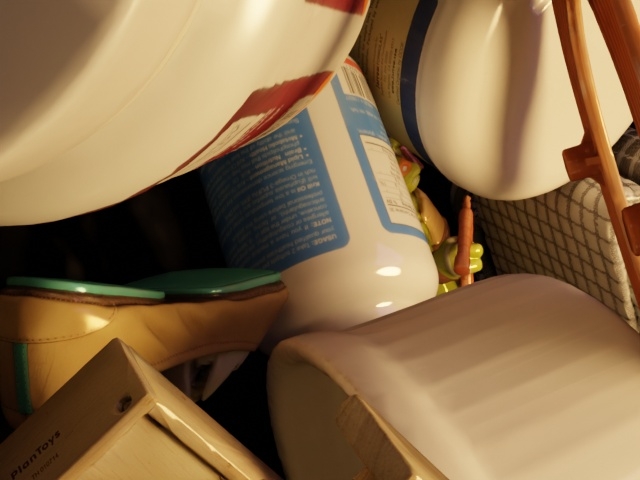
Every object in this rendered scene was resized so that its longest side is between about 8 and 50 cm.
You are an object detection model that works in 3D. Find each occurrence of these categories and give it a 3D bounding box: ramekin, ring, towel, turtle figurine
[{"bbox_3d":[0.094,0.150,0.629,0.277,0.135,0.277,56,-20,33],"label":"ramekin"},{"bbox_3d":[0.154,-0.028,0.675,0.336,0.032,0.337,-16,90,-82],"label":"ring"},{"bbox_3d":[0.247,0.038,1.044,0.235,0.121,0.284,38,-27,62],"label":"towel"},{"bbox_3d":[0.087,0.012,1.044,0.217,0.087,0.269,60,2,-34],"label":"turtle figurine"}]

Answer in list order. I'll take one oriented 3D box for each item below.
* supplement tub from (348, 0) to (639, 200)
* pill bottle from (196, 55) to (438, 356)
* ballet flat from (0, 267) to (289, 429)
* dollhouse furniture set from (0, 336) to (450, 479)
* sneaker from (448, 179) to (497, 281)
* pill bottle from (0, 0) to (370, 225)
[{"bbox_3d":[0.076,-0.194,0.946,0.316,0.228,0.228,40,2,40],"label":"supplement tub"},{"bbox_3d":[0.000,0.000,0.805,0.124,0.124,0.221,26,41,-58],"label":"pill bottle"},{"bbox_3d":[-0.085,0.051,0.640,0.232,0.080,0.073,0,92,-65],"label":"ballet flat"},{"bbox_3d":[-0.019,0.167,0.438,0.161,0.212,0.242,47,0,-36],"label":"dollhouse furniture set"},{"bbox_3d":[0.248,0.096,1.289,0.410,0.158,0.182,52,32,-8],"label":"sneaker"},{"bbox_3d":[-0.102,-0.126,0.495,0.224,0.224,0.392,61,10,-4],"label":"pill bottle"}]
